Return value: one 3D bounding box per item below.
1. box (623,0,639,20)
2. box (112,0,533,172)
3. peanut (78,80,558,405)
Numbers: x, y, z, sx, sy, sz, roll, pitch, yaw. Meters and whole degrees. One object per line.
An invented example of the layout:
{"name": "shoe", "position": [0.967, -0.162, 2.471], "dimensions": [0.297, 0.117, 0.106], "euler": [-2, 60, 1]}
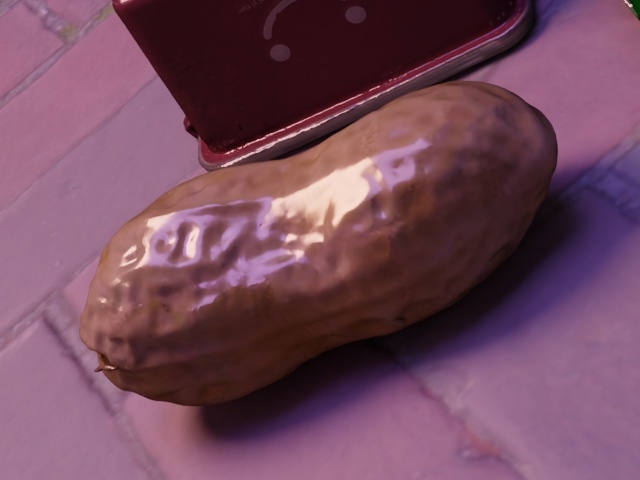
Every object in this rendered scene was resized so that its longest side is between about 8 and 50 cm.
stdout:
{"name": "box", "position": [0.292, -0.227, 1.122], "dimensions": [0.250, 0.103, 0.180], "euler": [-32, 34, 8]}
{"name": "box", "position": [-0.004, -0.201, 1.307], "dimensions": [0.294, 0.167, 0.193], "euler": [-24, 34, 19]}
{"name": "peanut", "position": [0.000, 0.000, 1.089], "dimensions": [0.313, 0.149, 0.149], "euler": [-25, 35, 18]}
